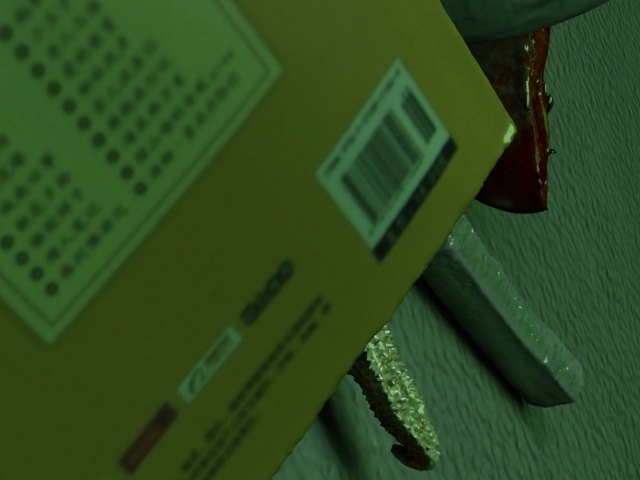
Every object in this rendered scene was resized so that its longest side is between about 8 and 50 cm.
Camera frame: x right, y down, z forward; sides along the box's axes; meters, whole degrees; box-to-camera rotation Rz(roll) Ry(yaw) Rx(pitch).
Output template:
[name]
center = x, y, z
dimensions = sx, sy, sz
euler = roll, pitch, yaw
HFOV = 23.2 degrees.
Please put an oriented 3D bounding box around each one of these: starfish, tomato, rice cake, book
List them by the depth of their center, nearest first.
[book]
center = -0.096, -0.067, 0.459
dimensions = 0.269, 0.032, 0.389
euler = -51, 129, -19
[starfish]
center = -0.001, 0.000, 0.764
dimensions = 0.240, 0.043, 0.227
euler = 62, 24, -13
[rice cake]
center = 0.104, 0.041, 0.948
dimensions = 0.206, 0.047, 0.036
euler = 47, 41, -41
[tomato]
center = 0.096, -0.096, 0.963
dimensions = 0.139, 0.091, 0.159
euler = 60, 33, -64

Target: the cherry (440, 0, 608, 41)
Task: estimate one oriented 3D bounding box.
[cherry]
center = 0.096, -0.254, 0.811
dimensions = 0.291, 0.335, 0.326
euler = 103, 8, -61
